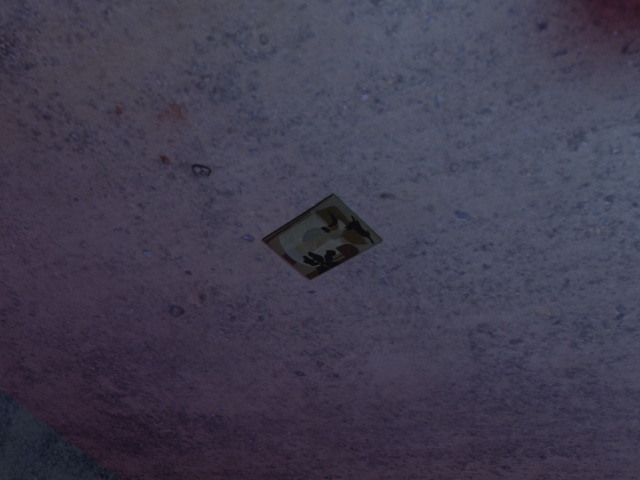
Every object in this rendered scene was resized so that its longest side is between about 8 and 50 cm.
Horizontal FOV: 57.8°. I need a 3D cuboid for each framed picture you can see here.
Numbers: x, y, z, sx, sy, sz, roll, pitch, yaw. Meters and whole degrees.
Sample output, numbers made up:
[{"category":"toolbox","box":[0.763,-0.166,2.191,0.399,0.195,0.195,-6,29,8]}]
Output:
[{"category":"framed picture","box":[0.000,0.000,1.116,0.136,0.010,0.201,41,130,-23]}]
